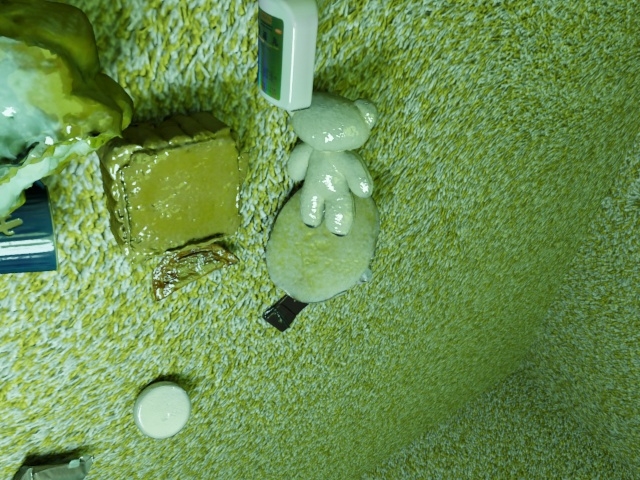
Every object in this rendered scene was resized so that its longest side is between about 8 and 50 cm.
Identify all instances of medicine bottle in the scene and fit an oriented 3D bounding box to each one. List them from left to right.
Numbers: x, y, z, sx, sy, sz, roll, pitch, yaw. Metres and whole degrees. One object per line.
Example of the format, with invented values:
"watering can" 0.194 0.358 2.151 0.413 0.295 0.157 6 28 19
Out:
"medicine bottle" -0.054 -0.328 0.795 0.078 0.115 0.219 -19 136 -27

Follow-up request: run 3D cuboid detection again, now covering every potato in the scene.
"potato" 0.000 0.000 1.118 0.239 0.116 0.299 32 78 -11

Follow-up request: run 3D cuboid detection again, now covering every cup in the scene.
"cup" -0.472 -0.030 0.717 0.155 0.131 0.176 -10 102 -31

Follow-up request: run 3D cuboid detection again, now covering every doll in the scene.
"doll" 0.019 -0.150 0.984 0.175 0.149 0.278 6 113 2

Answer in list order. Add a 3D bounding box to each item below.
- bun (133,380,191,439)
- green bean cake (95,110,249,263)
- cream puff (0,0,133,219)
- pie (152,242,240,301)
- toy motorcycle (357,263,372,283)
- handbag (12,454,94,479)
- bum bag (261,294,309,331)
"bun" -0.390 0.406 1.223 0.138 0.094 0.138 -2 94 -33
"green bean cake" -0.246 -0.092 0.840 0.224 0.131 0.229 -18 133 -32
"cream puff" -0.404 -0.154 0.555 0.323 0.270 0.274 -42 125 -18
"pie" -0.266 0.048 1.036 0.191 0.033 0.088 -25 124 -20
"toy motorcycle" 0.052 0.044 1.277 0.254 0.112 0.112 24 108 -48
"handbag" -0.652 0.601 1.157 0.270 0.117 0.182 -53 150 12
"bum bag" -0.072 0.173 1.333 0.159 0.026 0.109 -43 142 0
